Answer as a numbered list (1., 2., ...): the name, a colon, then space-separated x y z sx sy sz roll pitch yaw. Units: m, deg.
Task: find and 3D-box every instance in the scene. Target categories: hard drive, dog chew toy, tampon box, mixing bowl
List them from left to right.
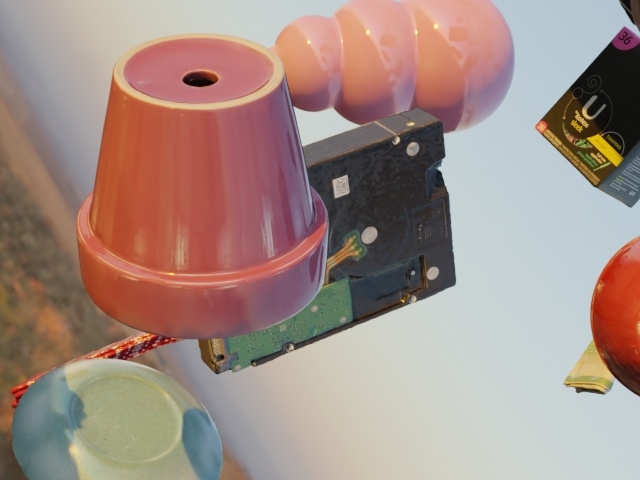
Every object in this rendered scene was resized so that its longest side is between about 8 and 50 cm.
1. hard drive: 0.000 0.000 1.893 0.064 0.339 0.237 35 -40 52
2. dog chew toy: 0.089 -0.243 2.148 0.206 0.332 0.207 177 -90 -76
3. tampon box: 0.361 -0.144 1.865 0.101 0.161 0.120 21 23 -53
4. mixing bowl: 0.349 0.077 1.498 0.181 0.181 0.098 61 7 -1

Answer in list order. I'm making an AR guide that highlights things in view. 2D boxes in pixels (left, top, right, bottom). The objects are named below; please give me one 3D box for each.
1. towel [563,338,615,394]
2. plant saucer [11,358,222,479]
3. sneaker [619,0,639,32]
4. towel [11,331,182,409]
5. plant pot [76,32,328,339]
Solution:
1. towel: 0.346 0.112 1.818 0.023 0.152 0.113 38 -10 -9
2. plant saucer: -0.177 0.169 1.421 0.195 0.195 0.037 58 -39 33
3. sneaker: 0.273 -0.291 1.503 0.282 0.099 0.153 47 -5 -39
4. towel: -0.279 0.155 2.145 0.199 0.275 0.031 -96 164 -88
5. plant pot: -0.091 -0.053 1.225 0.201 0.201 0.180 -126 -149 -52
